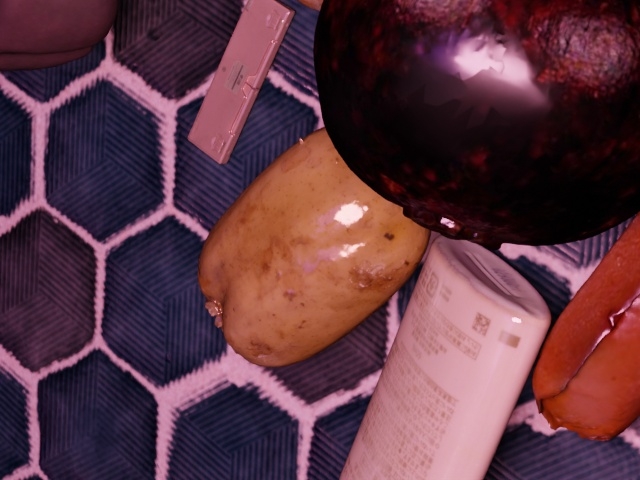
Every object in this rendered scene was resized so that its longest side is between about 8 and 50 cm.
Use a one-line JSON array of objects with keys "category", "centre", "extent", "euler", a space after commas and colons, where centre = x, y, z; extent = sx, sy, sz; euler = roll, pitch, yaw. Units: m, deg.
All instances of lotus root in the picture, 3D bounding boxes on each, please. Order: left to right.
[{"category": "lotus root", "centre": [0.000, 0.000, 1.217], "extent": [0.284, 0.146, 0.160], "euler": [-40, 88, 26]}]

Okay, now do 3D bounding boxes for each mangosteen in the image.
[{"category": "mangosteen", "centre": [0.136, -0.149, 1.026], "extent": [0.297, 0.297, 0.313], "euler": [-15, 73, 32]}]

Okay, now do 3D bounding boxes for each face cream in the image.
[{"category": "face cream", "centre": [0.085, 0.181, 1.188], "extent": [0.348, 0.081, 0.173], "euler": [-70, 25, 17]}]

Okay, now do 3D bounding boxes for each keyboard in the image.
[{"category": "keyboard", "centre": [-0.075, -0.156, 1.326], "extent": [0.055, 0.017, 0.166], "euler": [37, 112, 29]}]

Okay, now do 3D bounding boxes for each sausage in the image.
[{"category": "sausage", "centre": [0.276, 0.017, 1.073], "extent": [0.102, 0.102, 0.330], "euler": [42, 114, 22]}]

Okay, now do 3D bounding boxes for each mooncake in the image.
[{"category": "mooncake", "centre": [-0.280, -0.281, 1.334], "extent": [0.245, 0.133, 0.245], "euler": [176, 90, -65]}]

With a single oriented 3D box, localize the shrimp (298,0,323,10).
[{"category": "shrimp", "centre": [0.074, -0.294, 1.202], "extent": [0.296, 0.058, 0.169], "euler": [-2, 90, 36]}]
